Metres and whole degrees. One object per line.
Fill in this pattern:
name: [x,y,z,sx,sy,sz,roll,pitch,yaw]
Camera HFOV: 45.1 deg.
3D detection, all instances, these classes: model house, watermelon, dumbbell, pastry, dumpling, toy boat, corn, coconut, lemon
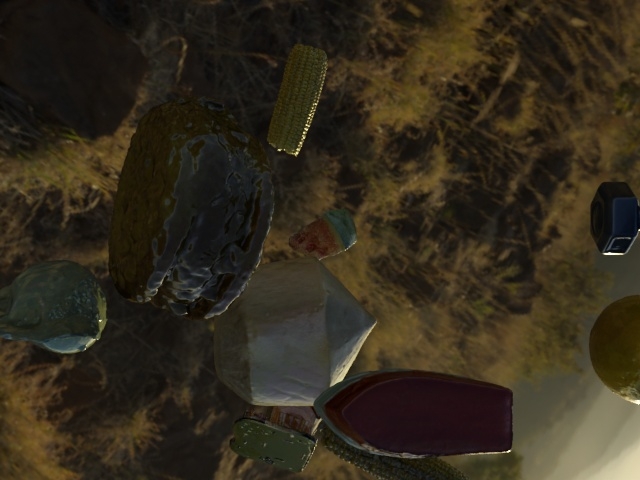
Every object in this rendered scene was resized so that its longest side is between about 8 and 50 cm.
model house: [-0.104,0.451,1.931,0.294,0.207,0.154,108,0,-58]
watermelon: [0.007,-0.006,1.710,0.158,0.098,0.121,-22,172,-1]
dumbbell: [0.747,-0.048,1.643,0.156,0.316,0.143,-85,174,-60]
pastry: [-0.158,-0.041,0.844,0.132,0.235,0.240,15,107,-37]
dumpling: [-0.348,0.075,0.993,0.153,0.219,0.108,27,87,-31]
toy boat: [0.154,0.291,1.300,0.133,0.332,0.145,150,-54,-73]
corn: [-0.051,-0.313,1.715,0.093,0.093,0.244,3,104,-61]
coconut: [-0.049,0.175,1.515,0.329,0.329,0.329,-41,148,-33]
corn: [0.143,0.406,1.410,0.097,0.320,0.097,-59,168,-20]
lemon: [0.684,0.228,1.622,0.236,0.236,0.263,-58,152,-2]
